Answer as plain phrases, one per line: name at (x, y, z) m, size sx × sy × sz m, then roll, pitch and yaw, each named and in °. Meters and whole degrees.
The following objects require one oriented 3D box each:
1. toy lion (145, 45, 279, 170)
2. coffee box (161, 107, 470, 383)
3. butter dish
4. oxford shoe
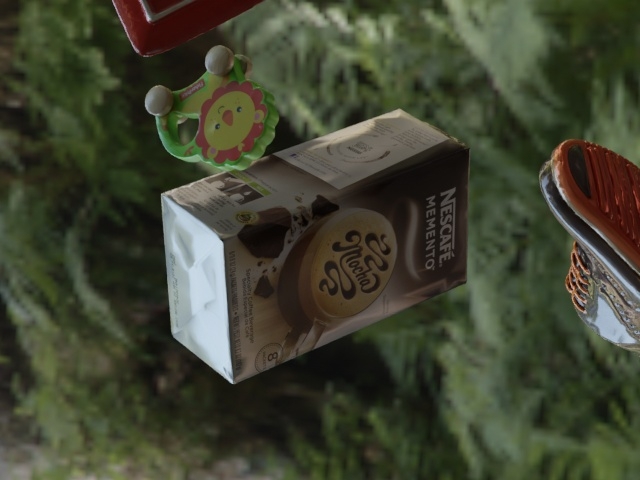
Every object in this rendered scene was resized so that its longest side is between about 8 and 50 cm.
toy lion at (-0.079, -0.092, 1.428) m, size 0.034 × 0.100 × 0.096 m, roll 23°, pitch -136°, yaw -53°
coffee box at (0.000, 0.000, 1.864) m, size 0.297 × 0.119 × 0.168 m, roll -22°, pitch -54°, yaw -29°
butter dish at (-0.127, -0.271, 1.853) m, size 0.160 × 0.159 × 0.118 m, roll 66°, pitch -171°, yaw 12°
oxford shoe at (0.212, 0.024, 1.326) m, size 0.271 × 0.098 × 0.097 m, roll 42°, pitch -145°, yaw -42°
